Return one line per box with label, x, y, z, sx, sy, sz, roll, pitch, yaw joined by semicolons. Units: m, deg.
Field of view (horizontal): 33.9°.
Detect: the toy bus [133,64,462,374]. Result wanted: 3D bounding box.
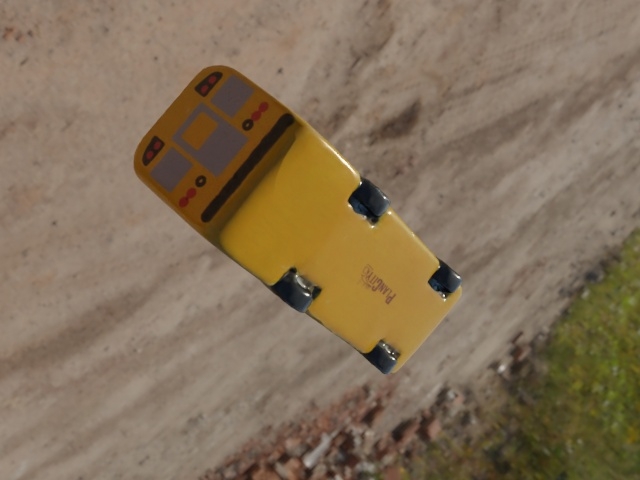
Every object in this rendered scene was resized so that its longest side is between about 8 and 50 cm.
toy bus;0.000;0.000;0.841;0.108;0.130;0.332;-51;147;-1
